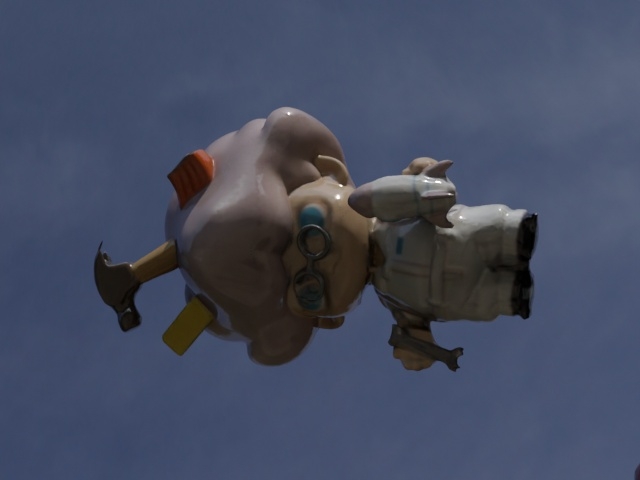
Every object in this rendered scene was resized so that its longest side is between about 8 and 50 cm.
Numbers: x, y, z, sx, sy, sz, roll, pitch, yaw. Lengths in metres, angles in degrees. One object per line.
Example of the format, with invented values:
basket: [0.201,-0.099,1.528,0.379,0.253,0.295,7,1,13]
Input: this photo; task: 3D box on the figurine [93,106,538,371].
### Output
figurine: [0.000,0.000,0.704,0.229,0.112,0.137,5,-70,18]

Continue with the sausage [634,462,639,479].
sausage: [0.226,0.218,0.759,0.089,0.300,0.083,2,-61,9]
